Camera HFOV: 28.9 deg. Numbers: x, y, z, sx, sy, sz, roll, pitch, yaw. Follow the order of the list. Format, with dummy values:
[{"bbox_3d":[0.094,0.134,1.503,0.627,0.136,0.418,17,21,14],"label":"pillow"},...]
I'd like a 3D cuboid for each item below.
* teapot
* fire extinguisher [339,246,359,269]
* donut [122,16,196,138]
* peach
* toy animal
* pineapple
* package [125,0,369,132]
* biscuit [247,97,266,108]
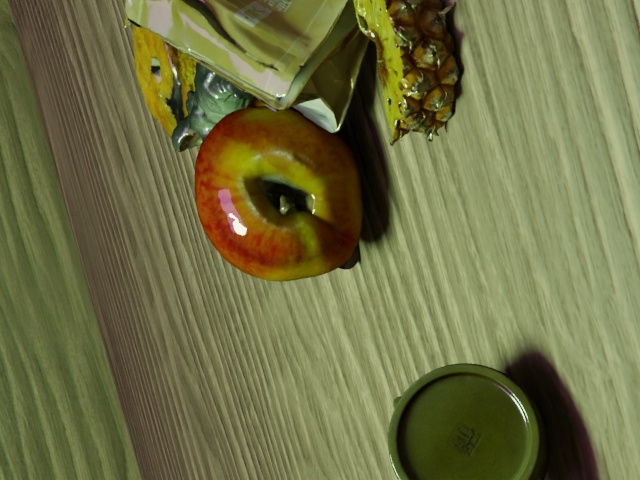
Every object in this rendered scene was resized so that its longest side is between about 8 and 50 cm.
[{"bbox_3d":[0.195,0.256,1.493,0.267,0.186,0.175,31,176,21],"label":"teapot"},{"bbox_3d":[0.000,0.000,1.896,0.078,0.045,0.157,46,172,-29],"label":"fire extinguisher"},{"bbox_3d":[-0.267,-0.302,2.230,0.253,0.118,0.254,41,139,50],"label":"donut"},{"bbox_3d":[-0.058,-0.065,1.760,0.281,0.238,0.281,41,179,1],"label":"peach"},{"bbox_3d":[-0.141,-0.246,1.886,0.168,0.106,0.343,49,132,36],"label":"toy animal"},{"bbox_3d":[0.103,-0.237,1.468,0.135,0.079,0.233,-30,78,65],"label":"pineapple"},{"bbox_3d":[-0.101,-0.291,1.645,0.311,0.165,0.221,34,120,34],"label":"package"},{"bbox_3d":[-0.097,-0.202,1.998,0.284,0.043,0.306,16,118,64],"label":"biscuit"}]
